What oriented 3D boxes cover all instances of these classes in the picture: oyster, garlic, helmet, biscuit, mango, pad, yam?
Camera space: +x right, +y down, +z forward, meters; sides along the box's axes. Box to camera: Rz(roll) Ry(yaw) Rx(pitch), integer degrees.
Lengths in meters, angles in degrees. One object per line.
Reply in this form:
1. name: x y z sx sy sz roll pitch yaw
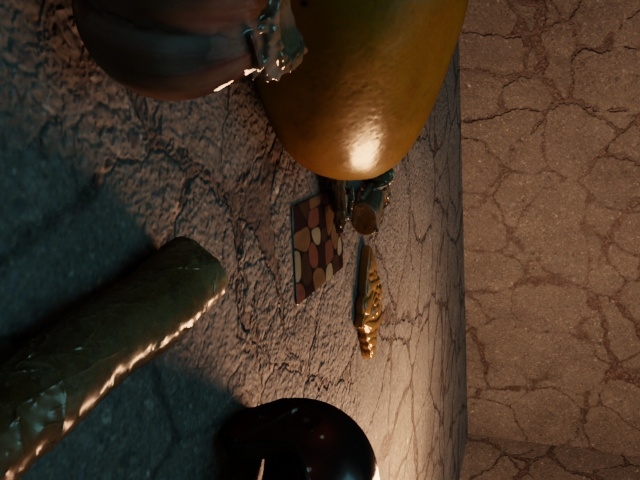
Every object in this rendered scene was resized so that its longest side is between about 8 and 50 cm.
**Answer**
1. oyster: 0.021 -0.106 1.055 0.106 0.061 0.199 -99 -177 -74
2. garlic: -0.103 -0.215 0.469 0.214 0.191 0.160 102 7 -48
3. helmet: -0.025 0.297 0.786 0.216 0.193 0.189 -149 -127 -64
4. biscuit: 0.104 0.132 1.329 0.162 0.035 0.250 -42 129 -69
5. mango: 0.050 -0.256 0.801 0.300 0.232 0.445 -42 150 -25
6. pad: 0.000 0.000 1.059 0.235 0.003 0.158 -32 122 -67
7. yam: -0.179 0.094 0.475 0.356 0.081 0.081 -50 138 -58

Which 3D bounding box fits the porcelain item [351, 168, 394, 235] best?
1. porcelain item: 0.115 -0.095 1.293 0.213 0.054 0.084 -61 149 -52
